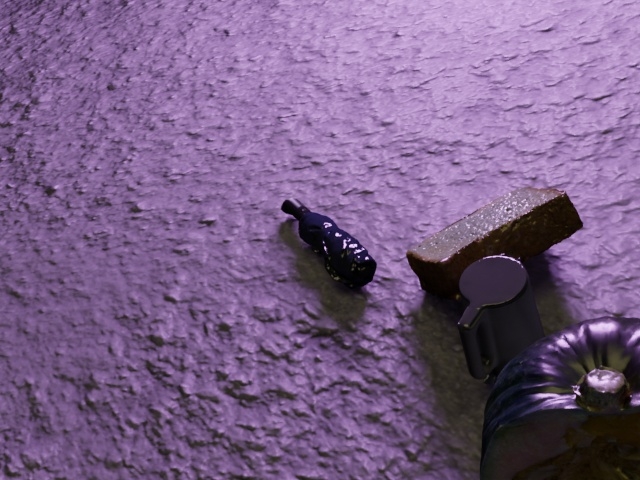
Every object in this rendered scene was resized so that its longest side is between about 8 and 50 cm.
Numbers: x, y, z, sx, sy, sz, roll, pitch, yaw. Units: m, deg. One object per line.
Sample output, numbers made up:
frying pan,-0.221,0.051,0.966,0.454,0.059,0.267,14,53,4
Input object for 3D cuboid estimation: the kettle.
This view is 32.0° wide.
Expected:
kettle,0.223,0.106,1.431,0.127,0.148,0.098,-28,43,-8

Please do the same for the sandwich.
sandwich,0.235,0.001,1.544,0.215,0.065,0.186,-29,11,-7

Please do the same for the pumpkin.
pumpkin,0.322,0.190,1.221,0.293,0.263,0.197,-4,40,14

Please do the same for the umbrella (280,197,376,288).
umbrella,0.000,-0.007,1.700,0.071,0.071,0.248,-32,43,-13
